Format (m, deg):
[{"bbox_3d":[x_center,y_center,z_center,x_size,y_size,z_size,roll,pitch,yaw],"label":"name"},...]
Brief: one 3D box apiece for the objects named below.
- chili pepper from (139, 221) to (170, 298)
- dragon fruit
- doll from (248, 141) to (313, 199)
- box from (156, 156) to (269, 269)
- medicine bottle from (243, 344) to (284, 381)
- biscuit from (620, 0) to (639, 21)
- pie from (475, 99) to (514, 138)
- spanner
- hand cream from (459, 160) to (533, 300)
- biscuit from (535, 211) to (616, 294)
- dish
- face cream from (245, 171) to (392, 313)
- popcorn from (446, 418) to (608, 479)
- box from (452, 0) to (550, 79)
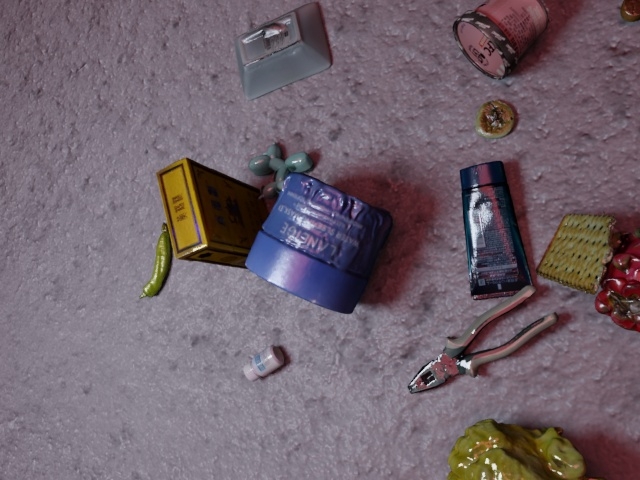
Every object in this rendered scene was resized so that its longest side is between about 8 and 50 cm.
[{"bbox_3d":[-0.416,0.058,1.353,0.049,0.043,0.208,10,81,49],"label":"chili pepper"},{"bbox_3d":[0.590,0.076,0.836,0.273,0.218,0.198,10,48,19],"label":"dragon fruit"},{"bbox_3d":[-0.100,-0.166,1.231,0.159,0.059,0.159,3,67,24],"label":"doll"},{"bbox_3d":[-0.211,-0.044,1.134,0.084,0.301,0.192,-23,74,19],"label":"box"},{"bbox_3d":[-0.130,0.283,1.194,0.089,0.052,0.052,-36,71,15],"label":"medicine bottle"},{"bbox_3d":[0.659,-0.466,0.970,0.180,0.039,0.236,-38,71,12],"label":"biscuit"},{"bbox_3d":[0.360,-0.251,1.076,0.084,0.021,0.084,-3,83,22],"label":"pie"},{"bbox_3d":[0.306,0.212,1.026,0.325,0.040,0.095,-38,70,17],"label":"spanner"},{"bbox_3d":[0.342,-0.019,1.038,0.120,0.061,0.270,-10,84,23],"label":"hand cream"},{"bbox_3d":[0.454,0.015,0.916,0.016,0.203,0.144,26,92,-4],"label":"biscuit"},{"bbox_3d":[-0.111,-0.474,1.271,0.243,0.080,0.181,-16,77,19],"label":"dish"},{"bbox_3d":[0.000,0.000,1.070,0.249,0.249,0.225,24,91,24],"label":"face cream"},{"bbox_3d":[0.349,0.440,0.886,0.271,0.224,0.257,6,78,29],"label":"popcorn"},{"bbox_3d":[0.363,-0.423,1.033,0.135,0.151,0.151,-44,69,4],"label":"box"}]
